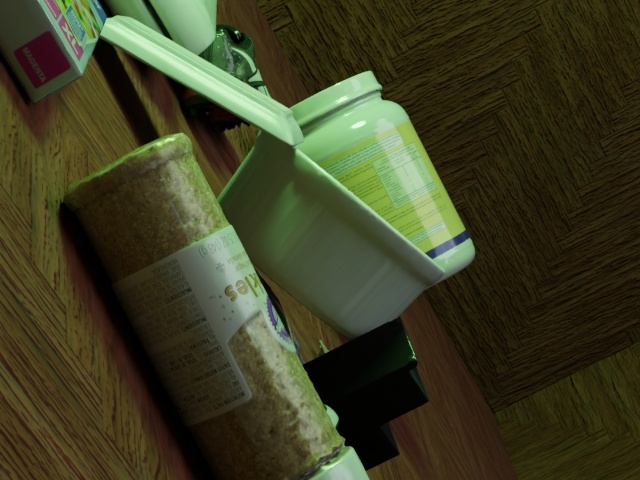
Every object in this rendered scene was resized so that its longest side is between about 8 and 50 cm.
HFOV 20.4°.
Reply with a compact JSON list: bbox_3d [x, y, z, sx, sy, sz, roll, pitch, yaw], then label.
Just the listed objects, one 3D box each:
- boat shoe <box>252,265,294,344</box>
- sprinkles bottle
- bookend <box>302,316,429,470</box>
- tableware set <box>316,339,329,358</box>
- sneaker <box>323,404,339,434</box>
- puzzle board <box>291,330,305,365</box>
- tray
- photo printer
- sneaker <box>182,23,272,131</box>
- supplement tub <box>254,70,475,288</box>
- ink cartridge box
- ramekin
[{"bbox_3d":[-0.061,0.084,2.009,0.135,0.050,0.045,66,13,22],"label":"boat shoe"},{"bbox_3d":[-0.086,0.090,1.503,0.355,0.121,0.121,62,7,-2],"label":"sprinkles bottle"},{"bbox_3d":[0.060,0.189,2.061,0.156,0.157,0.072,55,11,-44],"label":"bookend"},{"bbox_3d":[0.034,0.203,2.390,0.141,0.020,0.168,65,7,15],"label":"tableware set"},{"bbox_3d":[-0.059,0.137,1.678,0.163,0.086,0.226,50,-7,-3],"label":"sneaker"},{"bbox_3d":[-0.037,0.132,2.173,0.096,0.011,0.128,54,12,-52],"label":"puzzle board"},{"bbox_3d":[-0.135,-0.185,1.994,0.270,0.030,0.145,30,8,1],"label":"tray"},{"bbox_3d":[-0.224,-0.354,2.232,0.256,0.107,0.307,61,8,-21],"label":"photo printer"},{"bbox_3d":[-0.122,-0.221,2.422,0.276,0.097,0.135,26,59,-78],"label":"sneaker"},{"bbox_3d":[0.063,-0.066,2.712,0.331,0.241,0.241,63,7,0],"label":"supplement tub"},{"bbox_3d":[-0.276,-0.253,1.660,0.186,0.065,0.311,60,5,-17],"label":"ink cartridge box"},{"bbox_3d":[0.000,0.000,2.099,0.277,0.135,0.277,39,1,-1],"label":"ramekin"}]
